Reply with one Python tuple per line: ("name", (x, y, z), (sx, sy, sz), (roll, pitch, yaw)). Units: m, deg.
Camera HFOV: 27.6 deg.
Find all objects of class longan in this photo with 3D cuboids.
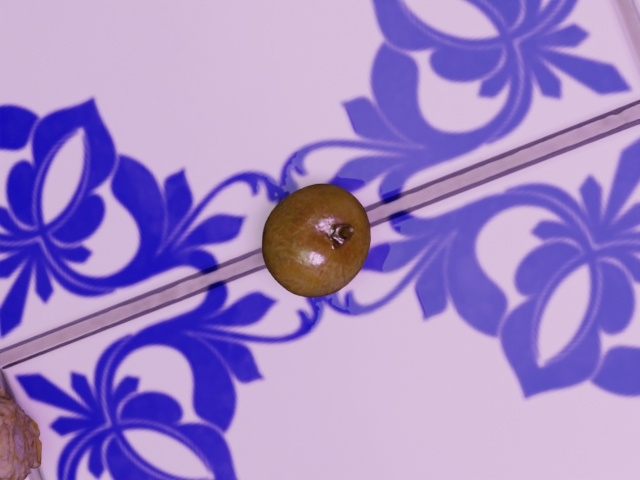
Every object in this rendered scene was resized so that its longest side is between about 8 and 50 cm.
("longan", (0.000, 0.000, 0.833), (0.075, 0.083, 0.075), (2, 86, -24))

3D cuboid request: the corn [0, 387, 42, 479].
("corn", (-0.368, 0.144, 0.914), (0.347, 0.130, 0.130), (-4, 93, 14))
